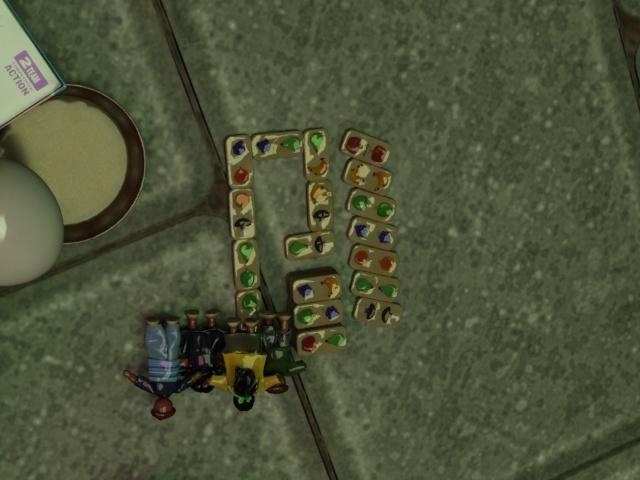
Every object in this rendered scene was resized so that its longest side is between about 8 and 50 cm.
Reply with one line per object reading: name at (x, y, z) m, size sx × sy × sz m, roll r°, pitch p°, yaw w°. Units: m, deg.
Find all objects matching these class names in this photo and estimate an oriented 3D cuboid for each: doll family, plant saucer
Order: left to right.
plant saucer at (-0.266, -0.080, 1.397) m, size 0.168 × 0.029 × 0.168 m, roll -4°, pitch 104°, yaw -18°
doll family at (-0.114, 0.137, 1.470) m, size 0.193 × 0.076 × 0.111 m, roll 2°, pitch 102°, yaw 6°

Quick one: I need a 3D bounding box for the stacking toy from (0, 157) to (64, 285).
stacking toy at (-0.424, -0.096, 1.151) m, size 0.480 × 0.350 × 0.350 m, roll 39°, pitch 90°, yaw -33°

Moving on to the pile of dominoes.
pile of dominoes at (0.000, 0.000, 1.496) m, size 0.196 × 0.040 × 0.251 m, roll -8°, pitch 106°, yaw -16°

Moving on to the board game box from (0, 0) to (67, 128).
board game box at (-0.441, -0.160, 1.285) m, size 0.316 × 0.064 × 0.242 m, roll -34°, pitch 104°, yaw -7°
